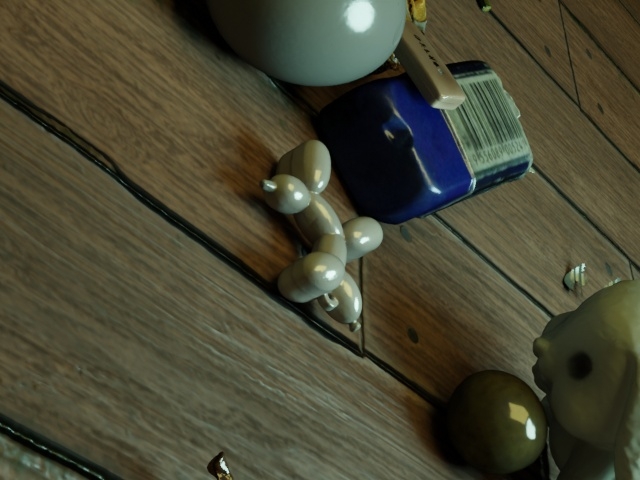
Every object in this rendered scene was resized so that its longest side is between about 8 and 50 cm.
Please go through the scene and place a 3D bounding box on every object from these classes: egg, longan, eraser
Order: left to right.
[{"bbox_3d":[-0.009,-0.237,1.291,0.232,0.176,0.176,18,50,-56],"label":"egg"},{"bbox_3d":[0.129,-0.110,1.486,0.332,0.101,0.155,-22,84,-60],"label":"eraser"},{"bbox_3d":[0.173,0.177,1.317,0.106,0.106,0.119,57,14,-8],"label":"longan"}]

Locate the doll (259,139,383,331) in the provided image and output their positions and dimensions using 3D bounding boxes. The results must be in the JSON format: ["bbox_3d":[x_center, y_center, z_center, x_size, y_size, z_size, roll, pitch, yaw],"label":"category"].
[{"bbox_3d":[0.000,0.000,1.223,0.161,0.059,0.160,56,29,-12],"label":"doll"}]

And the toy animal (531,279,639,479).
[{"bbox_3d":[0.310,0.182,1.367,0.289,0.174,0.249,72,11,-67],"label":"toy animal"}]

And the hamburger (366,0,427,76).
[{"bbox_3d":[0.034,-0.295,1.489,0.231,0.107,0.231,44,29,-33],"label":"hamburger"}]

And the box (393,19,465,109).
[{"bbox_3d":[0.106,-0.185,1.395,0.048,0.025,0.115,3,49,-51],"label":"box"}]

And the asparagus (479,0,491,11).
[{"bbox_3d":[0.227,-0.393,1.976,0.015,0.018,0.127,85,-9,-67],"label":"asparagus"}]

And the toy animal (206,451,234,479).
[{"bbox_3d":[-0.020,0.253,0.978,0.275,0.054,0.149,32,37,-39],"label":"toy animal"}]

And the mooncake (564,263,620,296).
[{"bbox_3d":[0.451,0.138,1.841,0.347,0.057,0.150,48,19,-19],"label":"mooncake"}]
